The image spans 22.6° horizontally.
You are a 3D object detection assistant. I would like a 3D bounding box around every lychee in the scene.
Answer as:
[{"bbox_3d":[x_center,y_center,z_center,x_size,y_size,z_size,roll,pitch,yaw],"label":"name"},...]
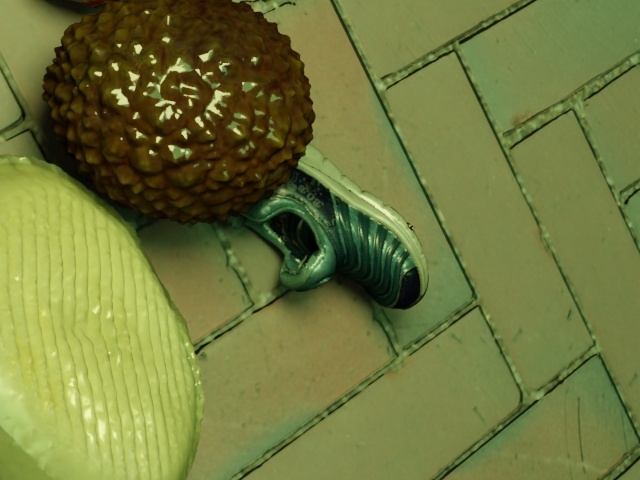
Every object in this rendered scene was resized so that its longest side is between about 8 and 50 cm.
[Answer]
[{"bbox_3d":[-0.104,-0.104,1.236,0.238,0.200,0.200,-12,88,-61],"label":"lychee"}]

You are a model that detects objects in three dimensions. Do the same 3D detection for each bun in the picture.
[{"bbox_3d":[-0.209,0.085,1.136,0.287,0.146,0.287,43,28,-30],"label":"bun"}]

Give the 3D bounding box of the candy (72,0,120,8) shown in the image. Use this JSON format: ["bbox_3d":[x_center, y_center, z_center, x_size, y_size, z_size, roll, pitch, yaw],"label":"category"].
[{"bbox_3d":[-0.166,-0.361,1.294,0.124,0.124,0.365,16,69,-32],"label":"candy"}]

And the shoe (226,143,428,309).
[{"bbox_3d":[0.000,0.000,1.356,0.207,0.091,0.106,36,64,-19],"label":"shoe"}]
